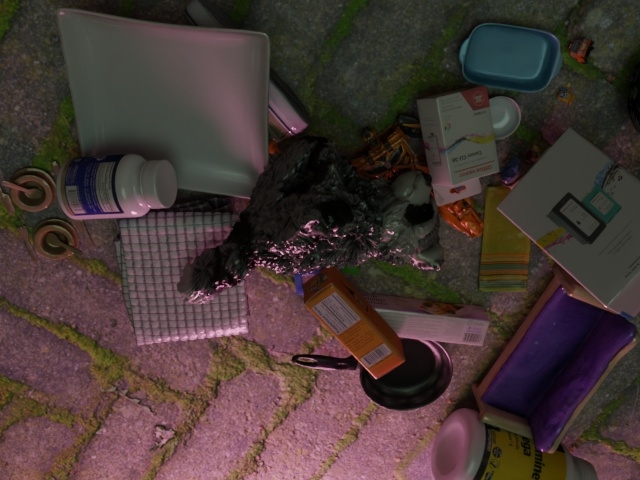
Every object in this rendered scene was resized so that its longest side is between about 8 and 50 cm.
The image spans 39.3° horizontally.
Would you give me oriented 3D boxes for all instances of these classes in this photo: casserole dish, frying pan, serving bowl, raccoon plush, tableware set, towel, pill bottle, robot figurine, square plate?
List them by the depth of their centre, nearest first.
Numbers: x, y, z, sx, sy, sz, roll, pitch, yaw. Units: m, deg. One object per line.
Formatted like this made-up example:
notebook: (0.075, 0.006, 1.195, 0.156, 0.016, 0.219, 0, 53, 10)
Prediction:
square plate: (-0.251, -0.230, 1.519, 0.348, 0.049, 0.344, 8, 134, 5)
pill bottle: (-0.351, -0.094, 1.561, 0.187, 0.112, 0.112, -2, 120, 18)
raccoon plush: (0.000, 0.000, 1.582, 0.446, 0.216, 0.299, -28, 137, 35)
casserole dish: (0.335, -0.328, 1.594, 0.189, 0.037, 0.114, 7, 117, -8)
serving bowl: (0.324, -0.229, 1.649, 0.083, 0.027, 0.083, -2, 118, -4)
tableware set: (-0.515, -0.043, 1.667, 0.128, 0.039, 0.194, -15, 118, 3)
robot figurine: (0.171, -0.095, 1.674, 0.211, 0.085, 0.291, -37, 115, 13)
towel: (-0.257, 0.052, 1.699, 0.235, 0.121, 0.283, -4, 120, -1)
towel: (0.370, -0.001, 1.777, 0.102, 0.021, 0.237, -3, 118, -4)
frying pan: (0.115, 0.284, 1.888, 0.326, 0.053, 0.197, -10, 118, 2)
pill bottle: (0.425, 0.500, 1.952, 0.334, 0.188, 0.187, 21, 114, -16)

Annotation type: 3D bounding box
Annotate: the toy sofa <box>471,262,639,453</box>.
toy sofa: (0.471, 0.245, 1.829, 0.150, 0.177, 0.362, 22, 115, -16)

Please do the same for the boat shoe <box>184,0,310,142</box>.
boat shoe: (-0.139, -0.280, 1.540, 0.094, 0.109, 0.302, -35, 118, 15)

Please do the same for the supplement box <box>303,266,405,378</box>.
supplement box: (0.065, 0.158, 1.731, 0.080, 0.078, 0.233, -34, 114, 15)

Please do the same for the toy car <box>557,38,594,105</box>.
toy car: (0.451, -0.305, 1.607, 0.041, 0.060, 0.122, 25, 109, 18)

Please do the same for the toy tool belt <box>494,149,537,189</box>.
toy tool belt: (0.367, -0.139, 1.688, 0.051, 0.052, 0.083, 21, 113, -24)

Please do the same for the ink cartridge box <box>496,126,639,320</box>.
ink cartridge box: (0.498, -0.028, 1.592, 0.197, 0.270, 0.198, -50, 149, 12)

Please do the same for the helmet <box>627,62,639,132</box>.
helmet: (0.636, -0.244, 1.595, 0.170, 0.169, 0.161, -9, 102, 0)

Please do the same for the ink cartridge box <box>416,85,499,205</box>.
ink cartridge box: (0.250, -0.167, 1.602, 0.115, 0.067, 0.198, -18, 104, -27)

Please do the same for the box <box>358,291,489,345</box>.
box: (0.178, 0.156, 1.819, 0.324, 0.063, 0.067, 6, 115, -8)

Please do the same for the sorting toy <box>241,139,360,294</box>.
sorting toy: (-0.030, -0.048, 1.691, 0.196, 0.047, 0.347, -14, 122, 12)
